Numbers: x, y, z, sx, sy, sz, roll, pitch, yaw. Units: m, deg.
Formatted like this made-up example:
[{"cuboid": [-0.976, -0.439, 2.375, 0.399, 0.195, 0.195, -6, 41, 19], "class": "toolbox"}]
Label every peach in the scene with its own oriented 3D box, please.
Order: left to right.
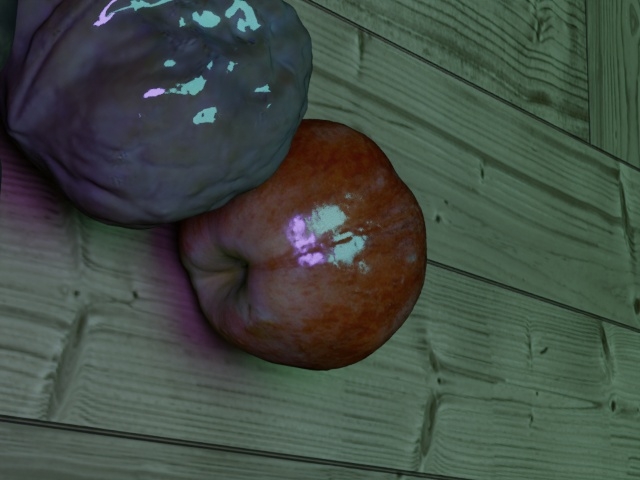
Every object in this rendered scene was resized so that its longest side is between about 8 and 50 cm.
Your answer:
[{"cuboid": [0.000, 0.000, 1.332, 0.256, 0.232, 0.232, -20, 97, -38], "class": "peach"}]

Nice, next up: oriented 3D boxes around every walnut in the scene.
[{"cuboid": [-0.142, -0.138, 1.171, 0.273, 0.227, 0.273, 13, 66, -30], "class": "walnut"}]

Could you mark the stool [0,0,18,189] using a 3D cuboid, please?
[{"cuboid": [-0.312, -0.072, 0.998, 0.179, 0.179, 0.264, 18, 68, -48], "class": "stool"}]
